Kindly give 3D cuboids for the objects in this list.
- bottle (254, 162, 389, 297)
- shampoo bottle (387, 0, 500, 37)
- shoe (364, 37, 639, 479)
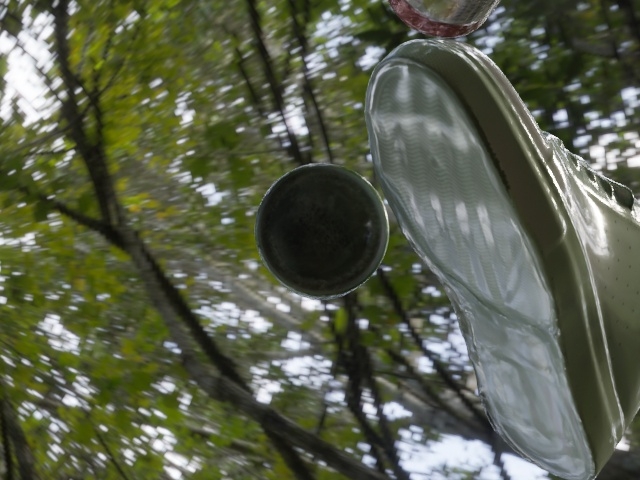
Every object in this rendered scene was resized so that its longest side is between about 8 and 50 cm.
[{"bbox_3d":[0.000,0.000,1.248,0.093,0.330,0.093,0,-92,0],"label":"bottle"},{"bbox_3d":[0.139,-0.271,1.274,0.104,0.278,0.104,7,-115,-15],"label":"shampoo bottle"},{"bbox_3d":[0.152,-0.011,1.040,0.160,0.131,0.363,-47,-47,-25],"label":"shoe"}]
